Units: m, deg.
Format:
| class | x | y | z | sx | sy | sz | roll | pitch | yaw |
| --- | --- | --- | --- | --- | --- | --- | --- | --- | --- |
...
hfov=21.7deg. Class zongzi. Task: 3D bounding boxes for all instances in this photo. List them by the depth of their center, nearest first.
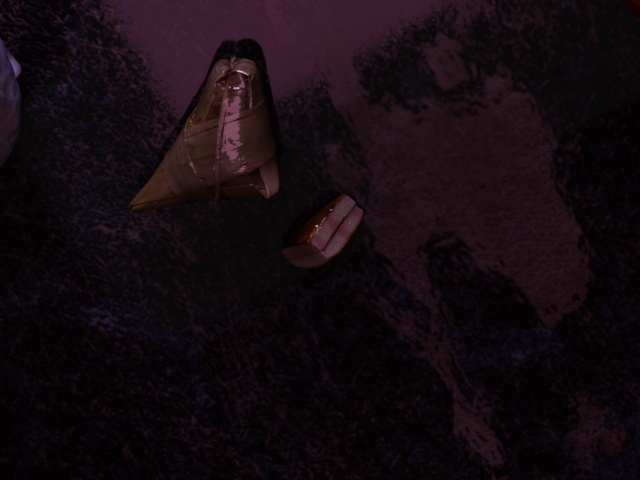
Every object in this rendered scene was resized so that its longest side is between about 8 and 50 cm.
| class | x | y | z | sx | sy | sz | roll | pitch | yaw |
| --- | --- | --- | --- | --- | --- | --- | --- | --- | --- |
| zongzi | -0.139 | -0.115 | 1.827 | 0.176 | 0.078 | 0.160 | -6 | 108 | 8 |

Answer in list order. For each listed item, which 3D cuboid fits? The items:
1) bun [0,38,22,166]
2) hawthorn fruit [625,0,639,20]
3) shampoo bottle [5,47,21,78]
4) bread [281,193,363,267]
| class | x | y | z | sx | sy | sz | roll | pitch | yaw |
| --- | --- | --- | --- | --- | --- | --- | --- | --- | --- |
| bun | -0.477 | -0.164 | 1.676 | 0.362 | 0.211 | 0.362 | 22 | 142 | 18 |
| hawthorn fruit | 0.345 | -0.251 | 1.744 | 0.067 | 0.103 | 0.066 | 11 | 126 | 16 |
| shampoo bottle | -0.407 | -0.252 | 1.764 | 0.056 | 0.086 | 0.227 | -38 | 107 | 1 |
| bread | 0.000 | 0.000 | 1.881 | 0.109 | 0.062 | 0.043 | -40 | 108 | 20 |
